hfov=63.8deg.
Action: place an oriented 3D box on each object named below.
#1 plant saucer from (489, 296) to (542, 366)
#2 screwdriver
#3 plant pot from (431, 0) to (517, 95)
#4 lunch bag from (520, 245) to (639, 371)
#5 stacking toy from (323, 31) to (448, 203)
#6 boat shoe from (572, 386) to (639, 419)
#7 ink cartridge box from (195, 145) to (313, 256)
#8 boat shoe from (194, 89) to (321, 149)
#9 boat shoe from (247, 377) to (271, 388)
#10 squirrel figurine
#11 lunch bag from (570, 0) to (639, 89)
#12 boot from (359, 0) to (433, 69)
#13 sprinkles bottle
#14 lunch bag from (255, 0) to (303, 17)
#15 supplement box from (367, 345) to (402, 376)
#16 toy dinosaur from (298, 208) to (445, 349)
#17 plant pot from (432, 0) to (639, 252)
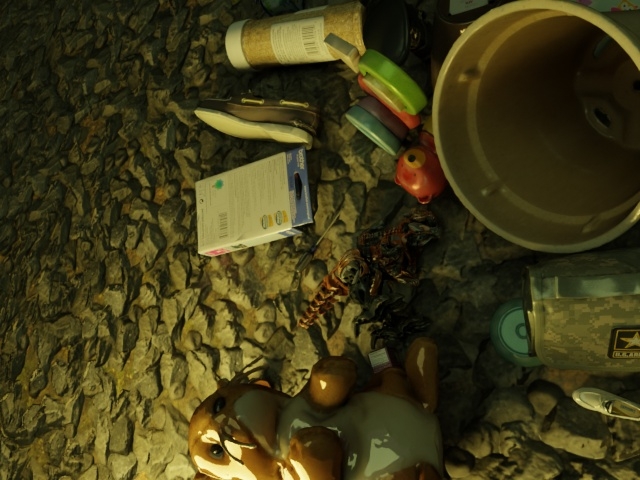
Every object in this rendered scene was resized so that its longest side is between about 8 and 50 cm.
[{"bbox_3d":[0.348,0.155,0.878,0.120,0.021,0.119,-7,74,27],"label":"plant saucer"},{"bbox_3d":[0.000,0.000,1.110,0.024,0.025,0.169,37,88,31],"label":"screwdriver"},{"bbox_3d":[0.277,-0.328,0.886,0.216,0.230,0.215,-12,59,22],"label":"plant pot"},{"bbox_3d":[0.403,0.091,0.697,0.236,0.287,0.168,-5,75,19],"label":"lunch bag"},{"bbox_3d":[0.107,-0.215,0.930,0.130,0.280,0.309,-50,40,8],"label":"stacking toy"},{"bbox_3d":[0.444,0.253,0.794,0.100,0.035,0.035,15,86,30],"label":"boat shoe"},{"bbox_3d":[-0.149,-0.085,1.181,0.311,0.065,0.185,-15,71,27],"label":"ink cartridge box"},{"bbox_3d":[-0.149,-0.294,1.204,0.325,0.117,0.096,17,82,26],"label":"boat shoe"},{"bbox_3d":[-0.138,0.390,1.064,0.073,0.073,0.206,-20,60,64],"label":"boat shoe"},{"bbox_3d":[-0.008,0.335,0.812,0.371,0.396,0.280,0,56,5],"label":"squirrel figurine"},{"bbox_3d":[0.521,-0.404,0.836,0.223,0.160,0.262,47,135,28],"label":"lunch bag"},{"bbox_3d":[0.176,-0.388,0.979,0.091,0.229,0.262,-27,57,35],"label":"boot"},{"bbox_3d":[-0.045,-0.464,1.181,0.356,0.121,0.121,4,80,29],"label":"sprinkles bottle"},{"bbox_3d":[-0.111,-0.625,1.238,0.097,0.151,0.128,-7,76,27],"label":"lunch bag"},{"bbox_3d":[0.126,0.244,0.957,0.043,0.055,0.083,-26,66,21],"label":"supplement box"},{"bbox_3d":[0.103,0.078,0.985,0.322,0.165,0.218,-51,44,30],"label":"toy dinosaur"},{"bbox_3d":[0.391,-0.191,0.743,0.334,0.306,0.333,39,142,39],"label":"plant pot"}]
